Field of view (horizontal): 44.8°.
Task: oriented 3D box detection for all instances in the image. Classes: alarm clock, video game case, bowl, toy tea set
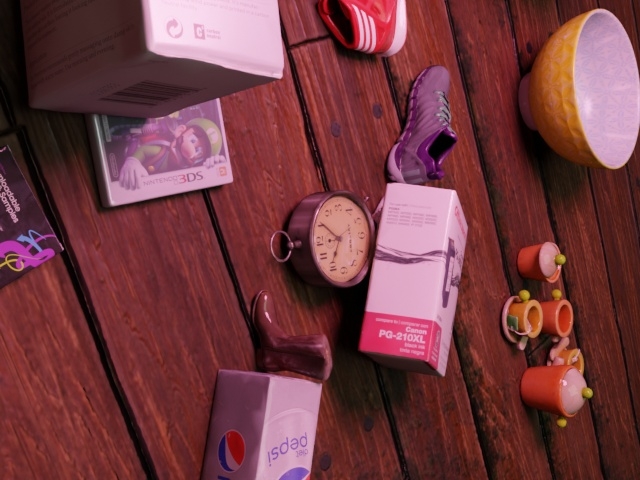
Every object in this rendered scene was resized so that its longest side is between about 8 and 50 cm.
[{"bbox_3d":[0.000,0.000,1.018,0.192,0.064,0.129,-7,94,-50],"label":"alarm clock"},{"bbox_3d":[-0.181,-0.144,0.863,0.173,0.022,0.190,-17,101,-46],"label":"video game case"},{"bbox_3d":[0.468,-0.270,1.453,0.290,0.156,0.289,3,86,-47],"label":"bowl"},{"bbox_3d":[0.441,0.169,1.433,0.200,0.124,0.336,-37,115,-41],"label":"toy tea set"}]

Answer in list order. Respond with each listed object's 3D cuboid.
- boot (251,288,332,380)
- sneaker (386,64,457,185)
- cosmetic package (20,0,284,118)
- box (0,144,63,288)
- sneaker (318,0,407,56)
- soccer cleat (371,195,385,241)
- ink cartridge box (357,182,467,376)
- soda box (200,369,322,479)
[{"bbox_3d":[-0.031,0.113,0.945,0.037,0.114,0.106,-8,95,-47],"label":"boot"},{"bbox_3d":[0.182,-0.176,1.190,0.083,0.098,0.223,37,63,-39],"label":"sneaker"},{"bbox_3d":[-0.174,-0.324,0.722,0.156,0.217,0.384,-2,87,-46],"label":"cosmetic package"},{"bbox_3d":[-0.327,-0.001,0.701,0.162,0.029,0.116,-38,116,-39],"label":"box"},{"bbox_3d":[0.061,-0.372,1.080,0.128,0.087,0.221,-11,95,-47],"label":"sneaker"},{"bbox_3d":[0.087,-0.033,1.137,0.036,0.029,0.083,36,68,-45],"label":"soccer cleat"},{"bbox_3d":[0.136,0.058,1.093,0.172,0.100,0.237,46,53,-67],"label":"ink cartridge box"},{"bbox_3d":[-0.078,0.299,0.903,0.091,0.098,0.286,18,75,-45],"label":"soda box"}]
